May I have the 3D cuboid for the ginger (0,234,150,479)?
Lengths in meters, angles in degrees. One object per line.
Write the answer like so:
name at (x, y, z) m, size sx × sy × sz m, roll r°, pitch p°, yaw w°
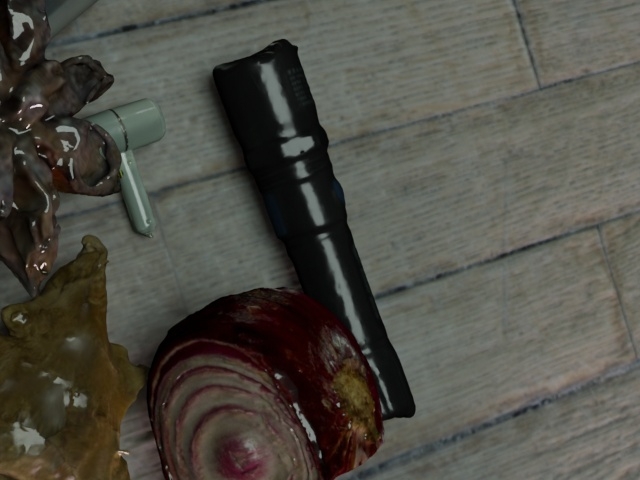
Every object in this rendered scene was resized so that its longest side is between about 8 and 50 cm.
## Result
ginger at (-0.259, 0.130, 1.473) m, size 0.218 × 0.123 × 0.270 m, roll 13°, pitch 67°, yaw -32°

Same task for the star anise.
star anise at (-0.303, -0.110, 1.405) m, size 0.331 × 0.117 × 0.332 m, roll 16°, pitch 68°, yaw -45°

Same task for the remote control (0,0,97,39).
remote control at (-0.250, -0.292, 1.562) m, size 0.109 × 0.055 × 0.313 m, roll 50°, pitch 56°, yaw -11°

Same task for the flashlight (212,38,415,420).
flashlight at (0.000, 0.000, 1.642) m, size 0.103 × 0.103 × 0.424 m, roll -22°, pitch 93°, yaw -29°

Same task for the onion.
onion at (-0.048, 0.144, 1.526) m, size 0.206 × 0.216 × 0.207 m, roll -28°, pitch 98°, yaw -57°

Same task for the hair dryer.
hair dryer at (-0.189, -0.070, 1.584) m, size 0.082 × 0.047 × 0.137 m, roll -21°, pitch 98°, yaw -30°
